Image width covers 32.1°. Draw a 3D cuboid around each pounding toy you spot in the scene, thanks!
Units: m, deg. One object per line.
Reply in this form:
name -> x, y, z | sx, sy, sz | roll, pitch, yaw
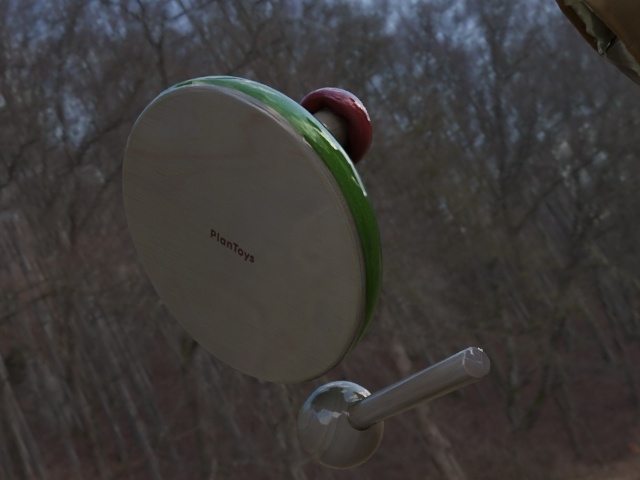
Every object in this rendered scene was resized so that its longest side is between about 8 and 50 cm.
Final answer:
pounding toy -> 0.000, 0.000, 0.658 | 0.110, 0.237, 0.183 | -33, -9, -43

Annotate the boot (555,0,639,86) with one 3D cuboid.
boot -> 0.316, -0.217, 0.810 | 0.236, 0.089, 0.269 | 38, -88, -33
